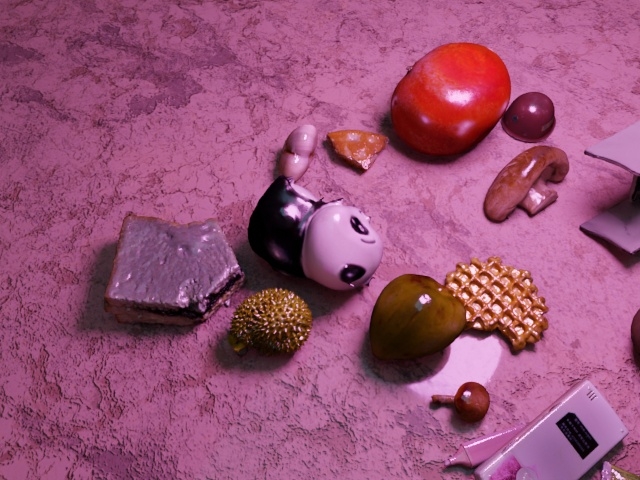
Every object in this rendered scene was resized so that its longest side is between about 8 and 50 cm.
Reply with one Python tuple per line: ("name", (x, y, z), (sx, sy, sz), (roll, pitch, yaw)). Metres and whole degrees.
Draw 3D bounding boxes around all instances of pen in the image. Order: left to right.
("pen", (0.355, 0.449, 1.252), (0.197, 0.032, 0.053), (-14, 60, -11))

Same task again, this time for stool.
("stool", (0.817, -0.147, 1.463), (0.270, 0.243, 0.170), (-27, 37, -15))

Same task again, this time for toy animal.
("toy animal", (0.000, 0.000, 1.430), (0.310, 0.250, 0.251), (31, 64, 20))

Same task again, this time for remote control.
("remote control", (0.485, 0.447, 1.223), (0.344, 0.050, 0.145), (-31, 78, -17))

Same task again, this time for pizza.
("pizza", (0.115, -0.259, 1.686), (0.182, 0.062, 0.161), (-5, 51, -8))

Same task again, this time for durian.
("durian", (-0.115, 0.183, 1.358), (0.198, 0.146, 0.159), (4, 56, -1))

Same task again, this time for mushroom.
("mushroom", (0.312, 0.358, 1.286), (0.130, 0.073, 0.088), (-2, 92, 4))
("mushroom", (0.563, -0.174, 1.567), (0.286, 0.151, 0.156), (-33, 62, -18))

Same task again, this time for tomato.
("tomato", (0.366, -0.398, 1.643), (0.325, 0.293, 0.289), (-35, 78, -24))

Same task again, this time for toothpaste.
("toothpaste", (0.698, 0.531, 1.186), (0.248, 0.046, 0.078), (19, 58, 15))

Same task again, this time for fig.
("fig", (0.211, 0.189, 1.340), (0.203, 0.203, 0.225), (40, 100, 23))

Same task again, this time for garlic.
("garlic", (-0.063, -0.242, 1.646), (0.099, 0.124, 0.174), (18, 86, -5))

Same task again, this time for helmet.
("helmet", (0.635, -0.385, 1.727), (0.175, 0.106, 0.155), (-27, 62, -20))

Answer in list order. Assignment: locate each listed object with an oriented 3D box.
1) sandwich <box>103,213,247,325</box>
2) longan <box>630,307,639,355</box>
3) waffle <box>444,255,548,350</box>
("sandwich", (-0.347, 0.071, 1.442), (0.326, 0.131, 0.262), (3, 57, 1))
("longan", (0.795, 0.220, 1.308), (0.189, 0.189, 0.189), (0, 58, 1))
("waffle", (0.420, 0.151, 1.423), (0.254, 0.056, 0.248), (-4, 57, -4))
